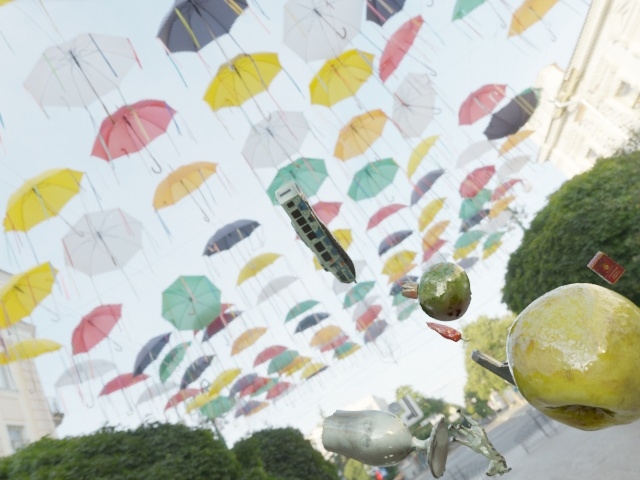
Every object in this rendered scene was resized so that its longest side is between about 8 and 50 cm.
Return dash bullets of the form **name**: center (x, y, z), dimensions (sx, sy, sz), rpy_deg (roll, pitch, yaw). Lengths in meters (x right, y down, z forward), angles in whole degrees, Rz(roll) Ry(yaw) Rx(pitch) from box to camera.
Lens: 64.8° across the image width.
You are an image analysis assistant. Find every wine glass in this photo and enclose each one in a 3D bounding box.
- **wine glass**: center (0.114, 0.359, 0.915), dimensions (0.222, 0.103, 0.103), rpy_deg (-3, -10, 30)

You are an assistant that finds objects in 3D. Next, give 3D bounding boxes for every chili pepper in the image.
- **chili pepper**: center (0.508, 0.370, 2.031), dimensions (0.059, 0.191, 0.050), rpy_deg (-27, -48, -51)

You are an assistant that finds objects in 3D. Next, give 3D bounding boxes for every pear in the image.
- **pear**: center (0.556, 0.235, 1.063), dimensions (0.304, 0.304, 0.304), rpy_deg (-27, -26, -15)

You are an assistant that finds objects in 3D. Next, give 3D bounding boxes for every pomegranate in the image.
- **pomegranate**: center (0.341, 0.150, 1.496), dimensions (0.210, 0.179, 0.180), rpy_deg (5, -15, 22)

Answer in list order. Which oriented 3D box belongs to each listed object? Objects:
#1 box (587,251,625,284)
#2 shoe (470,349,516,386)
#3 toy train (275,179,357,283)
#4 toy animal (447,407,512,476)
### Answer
- **box**: center (0.776, 0.075, 1.370), dimensions (0.051, 0.082, 0.023), rpy_deg (-53, 1, 3)
- **shoe**: center (0.571, 0.369, 1.490), dimensions (0.093, 0.241, 0.108), rpy_deg (-65, -20, 4)
- **toy train**: center (0.000, 0.000, 0.764), dimensions (0.047, 0.043, 0.207), rpy_deg (-32, -53, 4)
- **toy animal**: center (0.491, 0.623, 1.563), dimensions (0.073, 0.176, 0.217), rpy_deg (-61, -6, 11)
